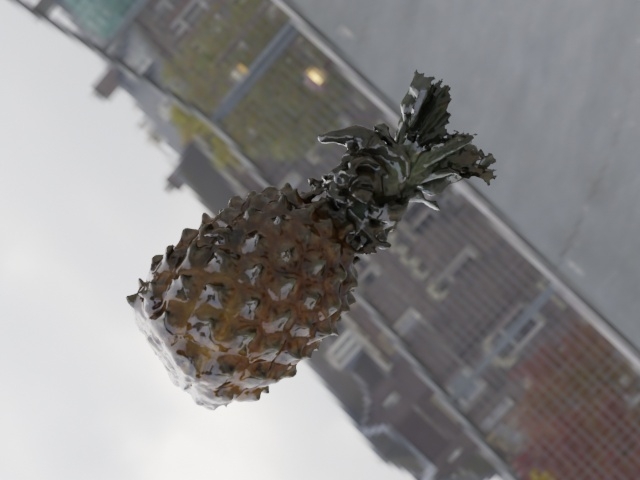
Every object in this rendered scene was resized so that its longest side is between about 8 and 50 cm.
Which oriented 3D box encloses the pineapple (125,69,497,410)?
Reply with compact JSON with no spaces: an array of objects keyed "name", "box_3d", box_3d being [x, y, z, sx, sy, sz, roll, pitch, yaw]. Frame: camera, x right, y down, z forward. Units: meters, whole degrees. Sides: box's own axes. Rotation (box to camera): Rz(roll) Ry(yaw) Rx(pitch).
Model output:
[{"name":"pineapple","box_3d":[0.000,0.000,1.342,0.175,0.361,0.175,49,165,18]}]
